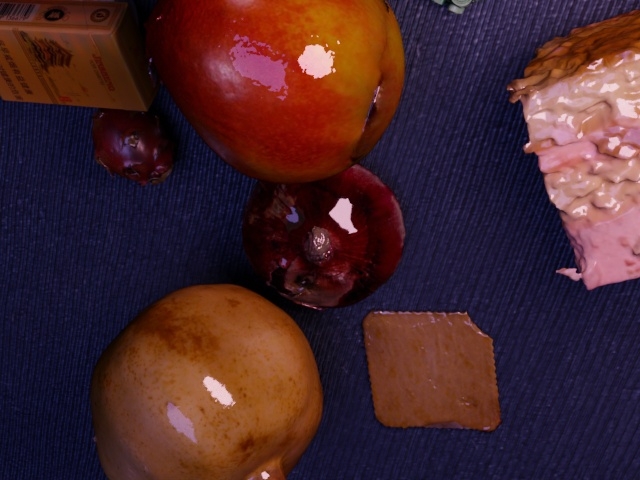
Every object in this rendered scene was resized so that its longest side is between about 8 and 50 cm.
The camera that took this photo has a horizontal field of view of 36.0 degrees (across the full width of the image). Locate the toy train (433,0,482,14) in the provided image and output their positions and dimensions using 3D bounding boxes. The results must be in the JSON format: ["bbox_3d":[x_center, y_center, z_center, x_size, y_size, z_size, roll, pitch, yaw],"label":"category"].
[{"bbox_3d":[0.207,-0.417,1.409,0.104,0.071,0.178,31,121,17],"label":"toy train"}]

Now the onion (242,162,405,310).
[{"bbox_3d":[0.000,0.000,1.590,0.272,0.195,0.272,3,110,8],"label":"onion"}]

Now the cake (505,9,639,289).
[{"bbox_3d":[0.453,-0.149,1.315,0.314,0.293,0.307,-13,113,28],"label":"cake"}]

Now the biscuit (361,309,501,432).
[{"bbox_3d":[0.192,0.229,1.721,0.232,0.013,0.237,-1,113,20],"label":"biscuit"}]

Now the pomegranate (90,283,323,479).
[{"bbox_3d":[-0.187,0.279,1.644,0.416,0.416,0.417,7,114,16],"label":"pomegranate"}]

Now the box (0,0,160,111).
[{"bbox_3d":[-0.411,-0.296,1.571,0.274,0.076,0.174,6,148,16],"label":"box"}]

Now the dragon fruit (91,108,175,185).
[{"bbox_3d":[-0.337,-0.205,1.676,0.125,0.125,0.246,-24,87,48],"label":"dragon fruit"}]

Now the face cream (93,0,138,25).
[{"bbox_3d":[-0.480,-0.372,1.651,0.345,0.102,0.102,8,114,16],"label":"face cream"}]

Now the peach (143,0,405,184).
[{"bbox_3d":[-0.067,-0.258,1.410,0.370,0.370,0.370,7,114,16],"label":"peach"}]
